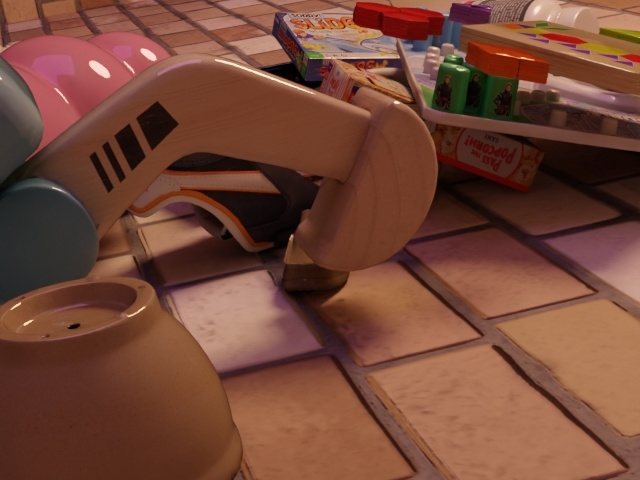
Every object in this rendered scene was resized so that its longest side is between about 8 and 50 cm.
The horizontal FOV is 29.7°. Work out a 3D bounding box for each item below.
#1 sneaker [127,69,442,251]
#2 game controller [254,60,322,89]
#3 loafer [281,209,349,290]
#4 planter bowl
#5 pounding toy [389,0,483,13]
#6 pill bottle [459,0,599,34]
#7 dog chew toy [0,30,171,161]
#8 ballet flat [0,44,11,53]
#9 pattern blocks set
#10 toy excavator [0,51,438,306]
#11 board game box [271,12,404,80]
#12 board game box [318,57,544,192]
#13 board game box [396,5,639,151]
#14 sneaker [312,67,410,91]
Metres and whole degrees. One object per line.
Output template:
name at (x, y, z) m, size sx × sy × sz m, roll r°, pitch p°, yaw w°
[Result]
sneaker at (-0.037, -0.059, 1.088) m, size 0.321 × 0.127 × 0.126 m, roll 10°, pitch 15°, yaw -35°
game controller at (-0.112, -0.221, 1.681) m, size 0.319 × 0.067 × 0.166 m, roll -12°, pitch 18°, yaw -14°
loafer at (0.000, 0.000, 0.982) m, size 0.056 × 0.050 × 0.148 m, roll -4°, pitch 18°, yaw 12°
planter bowl at (-0.132, 0.086, 0.686) m, size 0.162 × 0.109 × 0.162 m, roll -8°, pitch 18°, yaw 3°
pounding toy at (0.197, -0.359, 1.956) m, size 0.183 × 0.110 × 0.237 m, roll 16°, pitch 57°, yaw 30°
pill bottle at (0.262, -0.260, 1.567) m, size 0.180 × 0.108 × 0.108 m, roll 6°, pitch 23°, yaw 38°
dog chew toy at (-0.243, -0.089, 1.073) m, size 0.206 × 0.207 × 0.332 m, roll 6°, pitch 30°, yaw 36°
ballet flat at (-0.436, -0.172, 1.302) m, size 0.409 × 0.147 × 0.147 m, roll 0°, pitch 19°, yaw 41°
pattern blocks set at (0.217, -0.156, 1.020) m, size 0.285 × 0.026 × 0.325 m, roll -9°, pitch 26°, yaw -39°
toy excavator at (-0.195, -0.040, 0.809) m, size 0.445 × 0.433 × 0.222 m, roll -44°, pitch 21°, yaw 0°
board game box at (0.051, -0.262, 1.623) m, size 0.201 × 0.035 × 0.136 m, roll -4°, pitch 37°, yaw -23°
board game box at (0.100, -0.113, 1.147) m, size 0.193 × 0.045 × 0.147 m, roll 19°, pitch 13°, yaw -11°
board game box at (0.279, -0.154, 1.165) m, size 0.390 × 0.050 × 0.390 m, roll 8°, pitch 18°, yaw -3°
sneaker at (-0.027, -0.125, 1.284) m, size 0.295 × 0.104 × 0.147 m, roll -25°, pitch 29°, yaw -32°
